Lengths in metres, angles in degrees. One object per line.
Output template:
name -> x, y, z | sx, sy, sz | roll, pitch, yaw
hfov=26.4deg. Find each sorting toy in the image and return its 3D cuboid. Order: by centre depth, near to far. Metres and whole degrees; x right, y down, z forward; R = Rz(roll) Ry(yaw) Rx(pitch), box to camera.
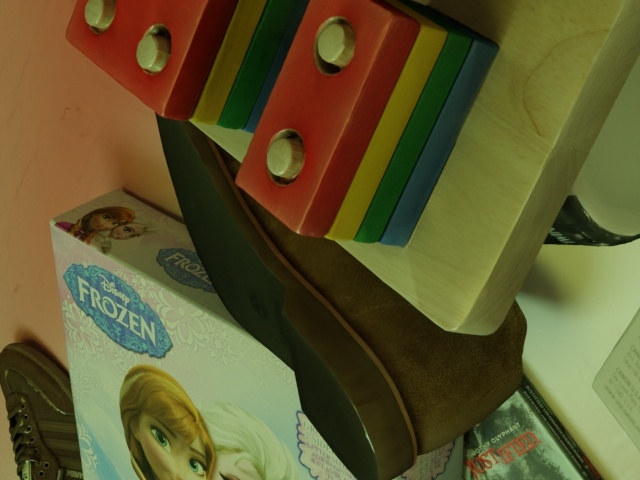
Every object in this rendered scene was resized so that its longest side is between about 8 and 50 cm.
sorting toy -> 0.012, -0.136, 0.552 | 0.257, 0.089, 0.255 | 40, 113, 41

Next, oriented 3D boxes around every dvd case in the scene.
dvd case -> 0.109, 0.122, 0.781 | 0.119, 0.013, 0.087 | 55, 140, 8

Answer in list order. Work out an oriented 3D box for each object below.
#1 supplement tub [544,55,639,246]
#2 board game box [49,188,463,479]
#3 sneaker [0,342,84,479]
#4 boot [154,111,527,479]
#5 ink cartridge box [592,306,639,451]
supplement tub -> 0.066, -0.057, 0.636 | 0.190, 0.117, 0.117 | 3, 115, 45
board game box -> -0.048, 0.164, 0.919 | 0.318, 0.066, 0.318 | 25, 130, 37
sneaker -> -0.218, 0.170, 1.105 | 0.188, 0.071, 0.066 | 53, 140, 7
boot -> 0.000, 0.000, 0.768 | 0.305, 0.115, 0.112 | 51, 160, 37
ink cartridge box -> 0.222, 0.035, 0.533 | 0.232, 0.066, 0.189 | -61, 36, 24
